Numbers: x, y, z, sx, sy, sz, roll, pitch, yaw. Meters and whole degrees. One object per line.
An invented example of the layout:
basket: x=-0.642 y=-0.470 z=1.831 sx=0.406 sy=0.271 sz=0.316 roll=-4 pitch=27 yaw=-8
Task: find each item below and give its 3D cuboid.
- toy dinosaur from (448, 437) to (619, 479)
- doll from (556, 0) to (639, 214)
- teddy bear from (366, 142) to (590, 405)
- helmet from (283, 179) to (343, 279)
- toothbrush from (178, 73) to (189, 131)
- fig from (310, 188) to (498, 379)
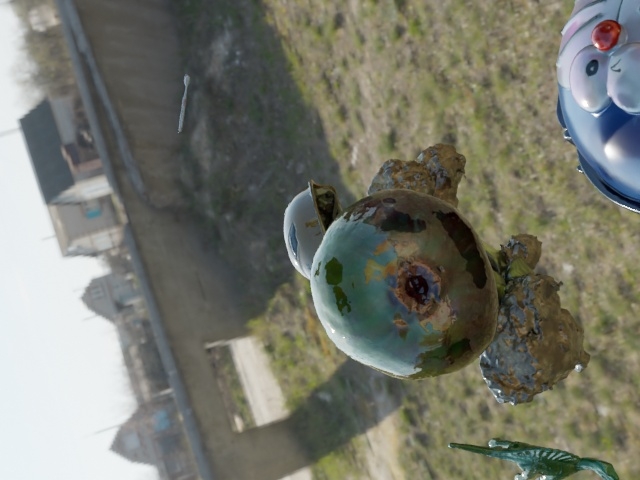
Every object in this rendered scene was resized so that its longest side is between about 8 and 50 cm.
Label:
toy dinosaur: x=0.149 y=0.152 z=0.613 sx=0.060 sy=0.119 sz=0.029 roll=134 pitch=153 yaw=-59
doll: x=0.301 y=-0.161 z=0.645 sx=0.284 sy=0.240 sz=0.310 roll=-3 pitch=70 yaw=57
teddy bear: x=0.197 y=0.036 z=1.055 sx=0.222 sy=0.246 sz=0.296 roll=3 pitch=108 yaw=35
helmet: x=0.000 y=0.000 z=1.650 sx=0.224 sy=0.130 sz=0.198 roll=42 pitch=-158 yaw=-40
toothbrush: x=-0.199 y=-0.199 z=1.260 sx=0.008 sy=0.006 sz=0.097 roll=57 pitch=144 yaw=39
fig: x=0.066 y=0.041 z=0.713 sx=0.245 sy=0.149 sz=0.149 roll=84 pitch=167 yaw=-84
